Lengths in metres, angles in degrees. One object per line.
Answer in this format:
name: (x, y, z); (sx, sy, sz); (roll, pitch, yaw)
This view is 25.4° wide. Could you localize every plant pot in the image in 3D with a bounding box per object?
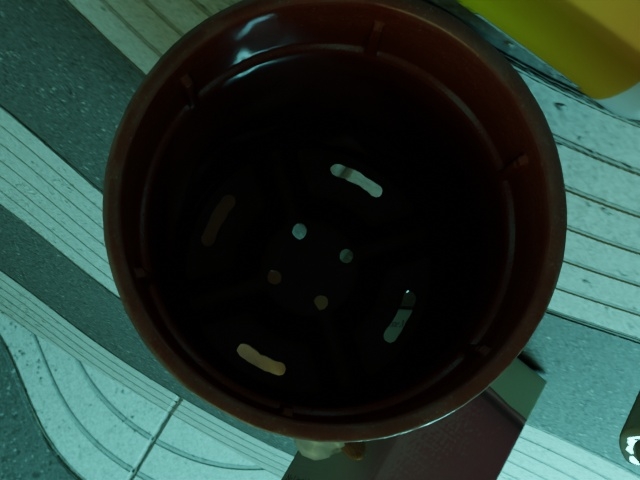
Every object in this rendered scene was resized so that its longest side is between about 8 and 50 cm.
plant pot: (0.000, 0.000, 0.953); (0.272, 0.272, 0.265); (30, 170, 1)

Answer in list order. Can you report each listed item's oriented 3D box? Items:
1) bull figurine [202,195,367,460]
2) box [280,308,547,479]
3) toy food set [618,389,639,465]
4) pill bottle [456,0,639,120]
bull figurine: (-0.026, 0.052, 1.199); (0.101, 0.188, 0.310); (9, 153, 49)
box: (0.081, 0.193, 1.337); (0.127, 0.232, 0.148); (39, 160, -24)
toy food set: (0.296, 0.032, 0.606); (0.306, 0.220, 0.092); (9, 152, 47)
pill bottle: (0.118, -0.135, 0.568); (0.246, 0.136, 0.136); (33, 162, -10)
